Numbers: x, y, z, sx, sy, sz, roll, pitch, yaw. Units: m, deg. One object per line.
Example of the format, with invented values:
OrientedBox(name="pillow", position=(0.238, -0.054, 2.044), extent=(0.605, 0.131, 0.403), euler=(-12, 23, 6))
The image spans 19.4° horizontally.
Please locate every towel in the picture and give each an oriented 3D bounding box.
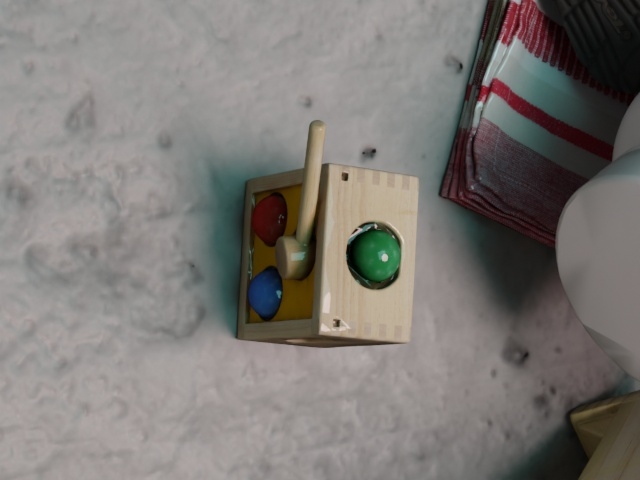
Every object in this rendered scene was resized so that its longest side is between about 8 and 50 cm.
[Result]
OrientedBox(name="towel", position=(0.229, -0.144, 1.431), extent=(0.237, 0.037, 0.329), euler=(22, 75, -29))

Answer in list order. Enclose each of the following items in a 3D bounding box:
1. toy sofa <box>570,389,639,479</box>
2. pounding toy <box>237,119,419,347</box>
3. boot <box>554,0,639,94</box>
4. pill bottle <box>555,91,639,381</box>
OrientedBox(name="toy sofa", position=(0.223, 0.225, 1.231), extent=(0.150, 0.177, 0.362), euler=(64, 30, -10))
OrientedBox(name="pounding toy", position=(0.000, 0.000, 1.218), extent=(0.100, 0.141, 0.130), euler=(7, 82, -30))
OrientedBox(name="boot", position=(0.235, -0.296, 1.378), extent=(0.222, 0.118, 0.338), euler=(-38, 117, -34))
OrientedBox(name="pill bottle", position=(0.355, -0.065, 1.309), extent=(0.407, 0.229, 0.229), euler=(-36, 104, -33))
